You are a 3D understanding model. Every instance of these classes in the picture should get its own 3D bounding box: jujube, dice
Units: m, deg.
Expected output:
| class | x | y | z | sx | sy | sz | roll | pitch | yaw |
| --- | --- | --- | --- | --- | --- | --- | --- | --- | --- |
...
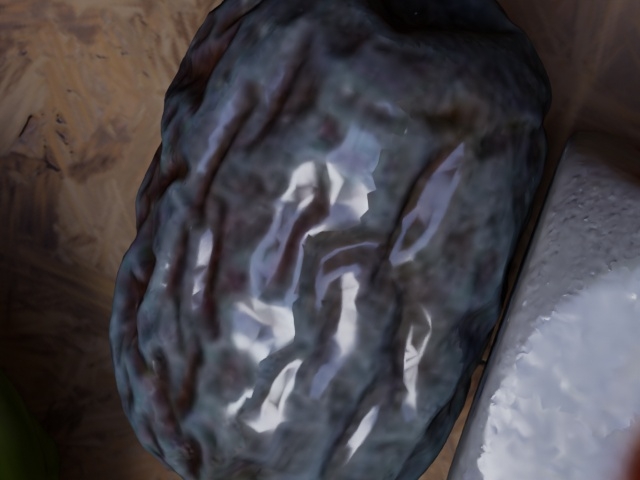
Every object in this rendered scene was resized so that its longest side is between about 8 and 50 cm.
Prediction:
| class | x | y | z | sx | sy | sz | roll | pitch | yaw |
| --- | --- | --- | --- | --- | --- | --- | --- | --- | --- |
| jujube | 0.000 | 0.000 | 0.984 | 0.226 | 0.226 | 0.317 | 20 | 106 | 5 |
| dice | 0.214 | 0.099 | 0.954 | 0.259 | 0.251 | 0.243 | 21 | 103 | 5 |

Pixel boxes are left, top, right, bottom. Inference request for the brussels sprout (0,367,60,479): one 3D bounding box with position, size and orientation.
| class | x | y | z | sx | sy | sz | roll | pitch | yaw |
| --- | --- | --- | --- | --- | --- | --- | --- | --- | --- |
| brussels sprout | -0.311 | 0.211 | 1.005 | 0.342 | 0.361 | 0.425 | -17 | 95 | 2 |
